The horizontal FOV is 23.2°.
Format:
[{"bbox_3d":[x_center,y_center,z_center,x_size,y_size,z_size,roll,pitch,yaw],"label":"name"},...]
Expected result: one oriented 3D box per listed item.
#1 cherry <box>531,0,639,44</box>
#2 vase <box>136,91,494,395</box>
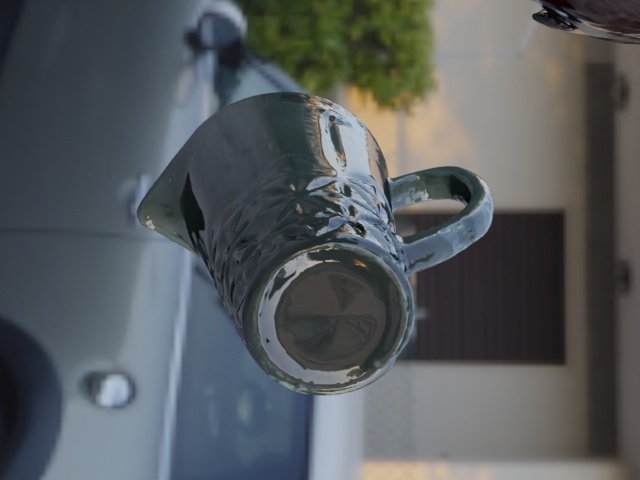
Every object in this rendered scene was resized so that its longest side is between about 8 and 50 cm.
[{"bbox_3d":[0.130,-0.164,0.571,0.195,0.195,0.195,0,90,-88],"label":"cherry"},{"bbox_3d":[0.000,0.000,1.047,0.301,0.251,0.156,-110,-169,-72],"label":"vase"}]
